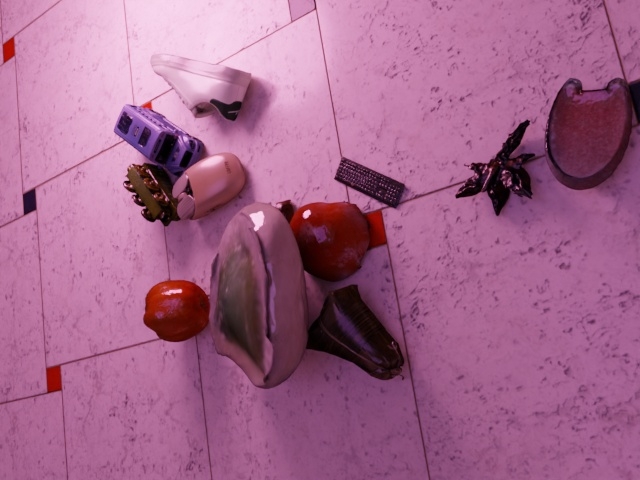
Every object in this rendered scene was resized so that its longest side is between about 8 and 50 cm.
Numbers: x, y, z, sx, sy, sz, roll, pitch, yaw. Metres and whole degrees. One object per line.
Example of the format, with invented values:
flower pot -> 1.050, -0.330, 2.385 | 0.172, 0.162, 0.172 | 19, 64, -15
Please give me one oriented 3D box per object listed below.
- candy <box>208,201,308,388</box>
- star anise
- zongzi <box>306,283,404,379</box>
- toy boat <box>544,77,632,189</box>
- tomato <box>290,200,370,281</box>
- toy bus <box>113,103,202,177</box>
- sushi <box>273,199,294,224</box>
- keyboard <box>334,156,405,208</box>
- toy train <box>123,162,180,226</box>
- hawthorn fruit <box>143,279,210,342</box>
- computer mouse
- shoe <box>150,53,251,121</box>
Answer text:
candy -> -0.137, 0.122, 1.629 | 0.386, 0.186, 0.427 | 16, 109, 60
star anise -> 0.379, -0.130, 1.403 | 0.212, 0.053, 0.157 | -36, 64, 26
zongzi -> 0.069, 0.264, 1.568 | 0.248, 0.111, 0.241 | 51, 131, 22
toy boat -> 0.517, -0.204, 1.308 | 0.155, 0.085, 0.227 | 7, 78, 28
tomato -> 0.000, 0.000, 1.632 | 0.228, 0.112, 0.199 | -9, 81, 38
toy bus -> -0.481, -0.297, 2.000 | 0.292, 0.133, 0.125 | 35, 105, 34
sushi -> -0.105, -0.049, 1.746 | 0.055, 0.052, 0.120 | 5, 91, 54
keyboard -> 0.115, -0.142, 1.624 | 0.198, 0.010, 0.064 | 29, 104, 35
toy train -> -0.481, -0.136, 1.983 | 0.090, 0.137, 0.225 | -47, 65, 21
hawthorn fruit -> -0.392, 0.193, 1.858 | 0.189, 0.189, 0.189 | -5, 82, 36
computer mouse -> -0.315, -0.152, 1.884 | 0.236, 0.082, 0.145 | -26, 70, 24
shoe -> -0.356, -0.434, 1.936 | 0.363, 0.131, 0.160 | 19, 101, 32
